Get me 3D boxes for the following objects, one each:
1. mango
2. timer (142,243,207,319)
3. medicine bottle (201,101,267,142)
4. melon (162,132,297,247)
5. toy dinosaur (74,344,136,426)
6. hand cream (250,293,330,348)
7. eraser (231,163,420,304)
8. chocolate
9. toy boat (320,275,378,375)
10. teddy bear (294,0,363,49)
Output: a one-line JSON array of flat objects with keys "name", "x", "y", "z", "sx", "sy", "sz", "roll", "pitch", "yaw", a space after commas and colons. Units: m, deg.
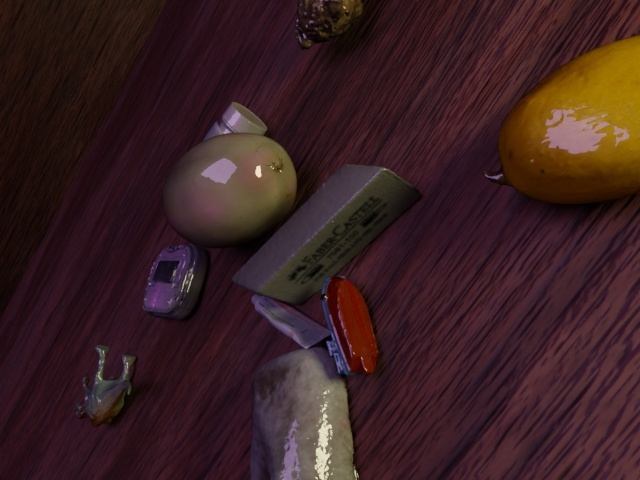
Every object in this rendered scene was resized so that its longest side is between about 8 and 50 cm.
[{"name": "mango", "x": 0.333, "y": -0.135, "z": 0.466, "sx": 0.317, "sy": 0.119, "sz": 0.176, "roll": -18, "pitch": 57, "yaw": 30}, {"name": "timer", "x": -0.373, "y": 0.103, "z": 1.103, "sx": 0.208, "sy": 0.069, "sz": 0.191, "roll": -8, "pitch": 64, "yaw": 45}, {"name": "medicine bottle", "x": -0.261, "y": -0.196, "z": 1.096, "sx": 0.296, "sy": 0.111, "sz": 0.161, "roll": -46, "pitch": 45, "yaw": 19}, {"name": "melon", "x": -0.192, "y": -0.098, "z": 0.895, "sx": 0.317, "sy": 0.223, "sz": 0.223, "roll": -15, "pitch": 62, "yaw": 41}, {"name": "toy dinosaur", "x": -0.545, "y": 0.383, "z": 1.131, "sx": 0.393, "sy": 0.092, "sz": 0.205, "roll": -9, "pitch": 66, "yaw": 42}, {"name": "hand cream", "x": -0.064, "y": 0.139, "z": 0.791, "sx": 0.052, "sy": 0.038, "sz": 0.216, "roll": -50, "pitch": 38, "yaw": -15}, {"name": "eraser", "x": 0.000, "y": 0.001, "z": 0.737, "sx": 0.352, "sy": 0.111, "sz": 0.077, "roll": -43, "pitch": 49, "yaw": 23}, {"name": "chocolate", "x": -0.044, "y": 0.312, "z": 0.656, "sx": 0.185, "sy": 0.100, "sz": 0.303, "roll": -34, "pitch": 48, "yaw": 35}, {"name": "toy boat", "x": 0.038, "y": 0.129, "z": 0.672, "sx": 0.059, "sy": 0.069, "sz": 0.173, "roll": -43, "pitch": 51, "yaw": 41}, {"name": "teddy bear", "x": 0.058, "y": -0.569, "z": 0.931, "sx": 0.296, "sy": 0.222, "sz": 0.246, "roll": -35, "pitch": 20, "yaw": -34}]
